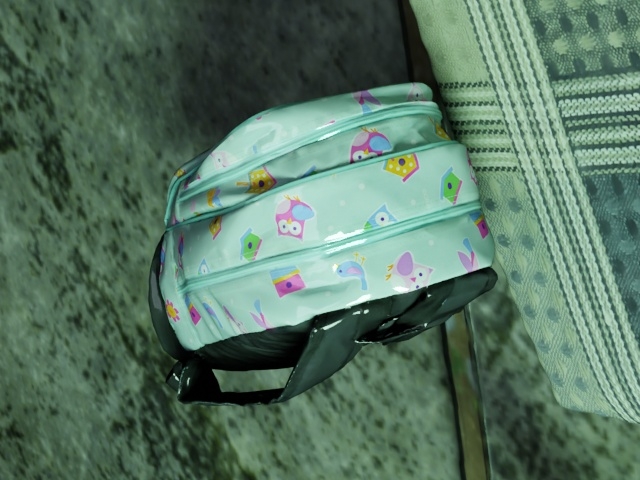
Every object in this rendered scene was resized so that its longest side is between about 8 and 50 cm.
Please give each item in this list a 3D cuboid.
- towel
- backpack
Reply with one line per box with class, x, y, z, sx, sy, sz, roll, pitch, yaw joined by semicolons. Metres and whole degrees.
towel;0.148;-0.072;0.743;0.312;0.056;0.324;1;115;59
backpack;0.000;0.000;0.866;0.115;0.152;0.182;67;163;1
